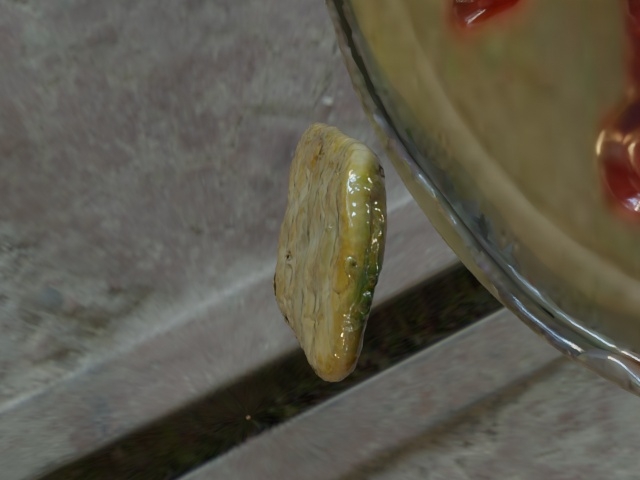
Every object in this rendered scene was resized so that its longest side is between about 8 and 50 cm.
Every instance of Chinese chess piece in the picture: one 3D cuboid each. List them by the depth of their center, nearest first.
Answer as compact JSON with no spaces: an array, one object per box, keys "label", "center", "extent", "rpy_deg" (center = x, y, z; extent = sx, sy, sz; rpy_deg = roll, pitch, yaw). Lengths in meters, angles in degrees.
[{"label":"Chinese chess piece","center":[0.102,-0.084,0.359],"extent":[0.103,0.250,0.250],"rpy_deg":[-18,84,-37]}]

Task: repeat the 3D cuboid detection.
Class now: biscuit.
[{"label":"biscuit","center":[0.000,0.000,0.919],"extent":[0.029,0.247,0.118],"rpy_deg":[11,96,-9]}]
